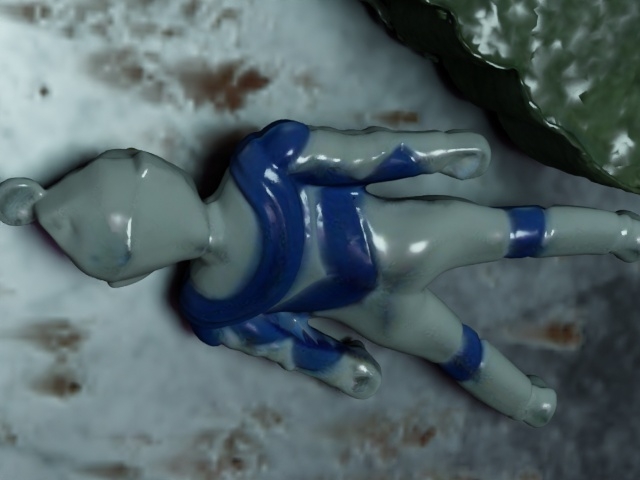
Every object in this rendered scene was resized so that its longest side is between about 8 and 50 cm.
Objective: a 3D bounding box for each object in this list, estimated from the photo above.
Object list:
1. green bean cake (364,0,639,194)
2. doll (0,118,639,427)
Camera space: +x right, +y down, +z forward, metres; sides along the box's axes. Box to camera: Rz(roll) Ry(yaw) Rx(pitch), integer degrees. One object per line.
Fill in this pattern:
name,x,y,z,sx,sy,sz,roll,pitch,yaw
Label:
green bean cake,0.095,-0.134,0.604,0.183,0.094,0.185,43,80,-23
doll,0.000,0.000,0.598,0.227,0.057,0.114,13,122,-26
